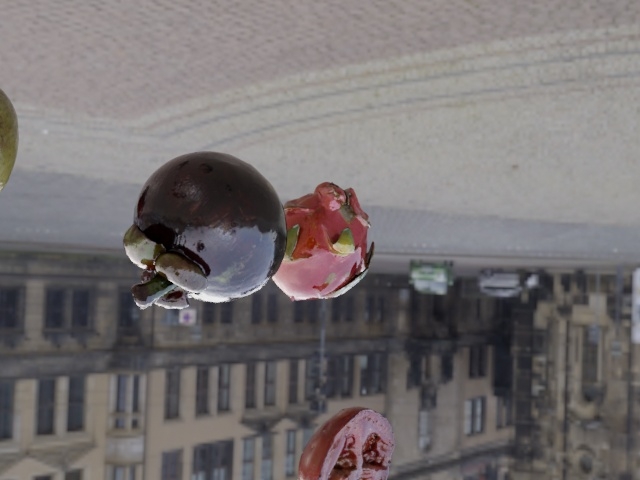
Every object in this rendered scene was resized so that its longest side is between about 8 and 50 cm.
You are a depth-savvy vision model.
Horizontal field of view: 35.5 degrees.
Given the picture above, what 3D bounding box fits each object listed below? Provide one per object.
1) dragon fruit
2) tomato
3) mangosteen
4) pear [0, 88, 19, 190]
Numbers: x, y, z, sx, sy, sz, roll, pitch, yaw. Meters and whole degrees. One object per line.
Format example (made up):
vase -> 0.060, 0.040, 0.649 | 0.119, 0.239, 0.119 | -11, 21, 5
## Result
dragon fruit -> -0.002, 0.005, 1.941 | 0.227, 0.224, 0.224 | -39, 162, 17
tomato -> 0.039, 0.423, 1.908 | 0.101, 0.228, 0.228 | 11, -176, 44
mangosteen -> -0.171, 0.000, 1.396 | 0.228, 0.228, 0.265 | 0, -140, 45
pear -> -0.609, -0.176, 1.680 | 0.188, 0.229, 0.211 | -8, -146, 35
